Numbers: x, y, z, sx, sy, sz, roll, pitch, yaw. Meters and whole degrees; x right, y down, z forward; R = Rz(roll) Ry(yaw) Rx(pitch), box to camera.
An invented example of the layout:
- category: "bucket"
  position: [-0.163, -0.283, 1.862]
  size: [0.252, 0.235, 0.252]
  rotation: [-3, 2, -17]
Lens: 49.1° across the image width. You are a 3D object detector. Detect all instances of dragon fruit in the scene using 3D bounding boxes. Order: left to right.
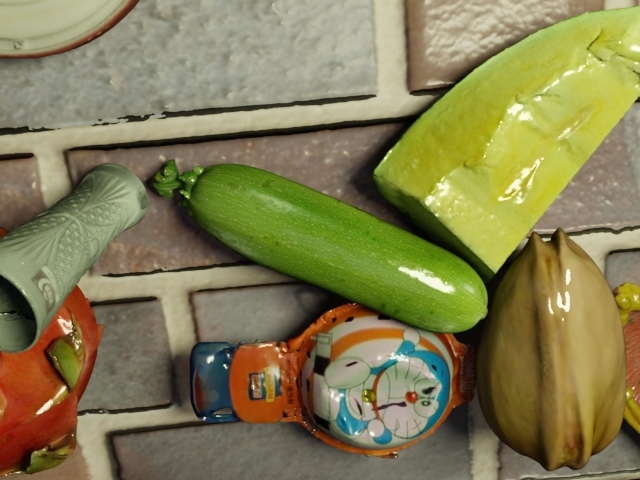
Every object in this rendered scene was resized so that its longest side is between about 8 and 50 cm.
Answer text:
- category: "dragon fruit"
  position: [-0.389, 0.140, 0.719]
  size: [0.306, 0.225, 0.305]
  rotation: [-2, 111, -6]

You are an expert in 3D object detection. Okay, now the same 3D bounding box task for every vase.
- category: "vase"
  position: [-0.248, 0.003, 0.675]
  size: [0.096, 0.219, 0.096]
  rotation: [9, 123, 13]

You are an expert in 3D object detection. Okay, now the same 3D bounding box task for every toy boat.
- category: "toy boat"
  position: [0.423, 0.168, 0.862]
  size: [0.141, 0.099, 0.318]
  rotation: [-34, 107, 5]

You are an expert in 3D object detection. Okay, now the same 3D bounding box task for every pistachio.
- category: "pistachio"
  position: [0.252, 0.111, 0.770]
  size: [0.163, 0.212, 0.260]
  rotation: [0, 101, 4]

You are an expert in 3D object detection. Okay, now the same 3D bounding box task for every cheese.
- category: "cheese"
  position: [0.017, 0.160, 0.808]
  size: [0.330, 0.129, 0.216]
  rotation: [0, 110, -4]

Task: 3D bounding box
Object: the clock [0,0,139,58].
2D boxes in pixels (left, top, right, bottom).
- category: "clock"
  position: [-0.294, -0.324, 0.626]
  size: [0.319, 0.080, 0.318]
  rotation: [-1, 110, -4]

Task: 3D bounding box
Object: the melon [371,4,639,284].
- category: "melon"
  position: [0.227, -0.112, 0.724]
  size: [0.196, 0.124, 0.323]
  rotation: [40, 100, -24]

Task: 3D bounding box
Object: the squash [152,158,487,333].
- category: "squash"
  position: [0.000, 0.000, 0.737]
  size: [0.379, 0.101, 0.101]
  rotation: [24, 108, 5]

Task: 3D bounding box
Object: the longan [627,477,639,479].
- category: "longan"
  position: [0.455, 0.452, 0.838]
  size: [0.361, 0.361, 0.360]
  rotation: [-1, 111, -4]
